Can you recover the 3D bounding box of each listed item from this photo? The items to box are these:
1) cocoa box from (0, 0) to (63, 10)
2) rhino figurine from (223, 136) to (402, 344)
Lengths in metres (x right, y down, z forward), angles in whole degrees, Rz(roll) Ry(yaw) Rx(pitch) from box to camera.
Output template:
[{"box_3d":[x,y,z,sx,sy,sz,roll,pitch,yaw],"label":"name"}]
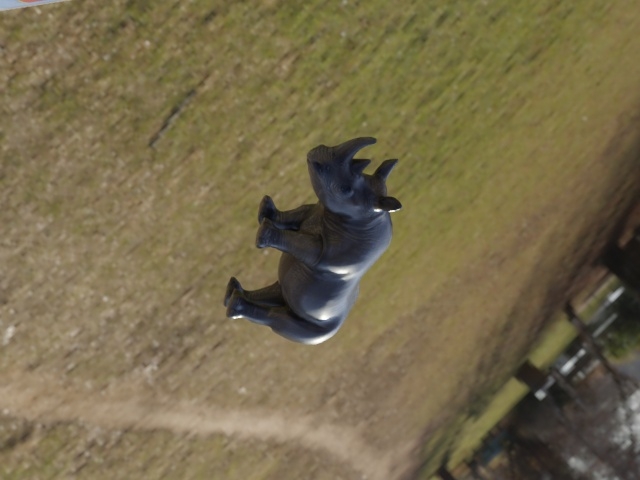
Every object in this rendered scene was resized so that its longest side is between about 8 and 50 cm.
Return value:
[{"box_3d":[-0.216,-0.246,0.495,0.228,0.231,0.347,-8,180,1],"label":"cocoa box"},{"box_3d":[0.000,0.000,0.868,0.243,0.106,0.073,117,-15,-45],"label":"rhino figurine"}]
